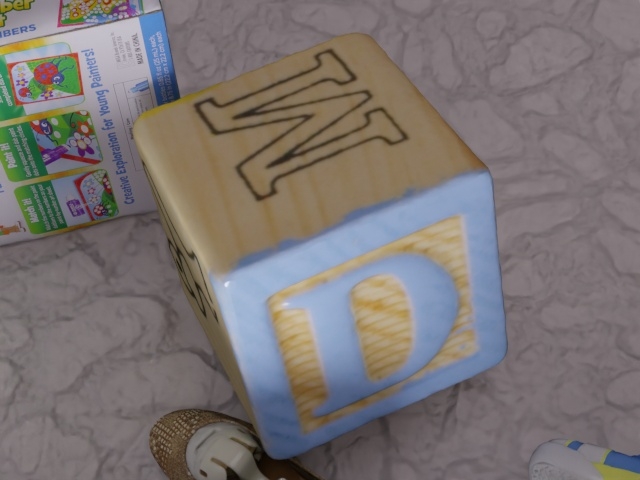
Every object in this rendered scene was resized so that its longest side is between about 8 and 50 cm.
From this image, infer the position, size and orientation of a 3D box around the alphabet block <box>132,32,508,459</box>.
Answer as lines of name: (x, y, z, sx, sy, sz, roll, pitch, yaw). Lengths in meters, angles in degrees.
alphabet block: (0.000, 0.000, 0.939, 0.193, 0.192, 0.197, -21, 43, -12)

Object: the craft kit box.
craft kit box: (-0.226, -0.084, 0.990, 0.247, 0.250, 0.061, -16, 61, -8)

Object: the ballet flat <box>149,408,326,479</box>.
ballet flat: (-0.037, 0.172, 0.939, 0.206, 0.067, 0.073, 28, 66, 17)

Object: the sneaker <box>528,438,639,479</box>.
sneaker: (0.268, 0.181, 0.924, 0.240, 0.091, 0.126, 29, 53, 9)
